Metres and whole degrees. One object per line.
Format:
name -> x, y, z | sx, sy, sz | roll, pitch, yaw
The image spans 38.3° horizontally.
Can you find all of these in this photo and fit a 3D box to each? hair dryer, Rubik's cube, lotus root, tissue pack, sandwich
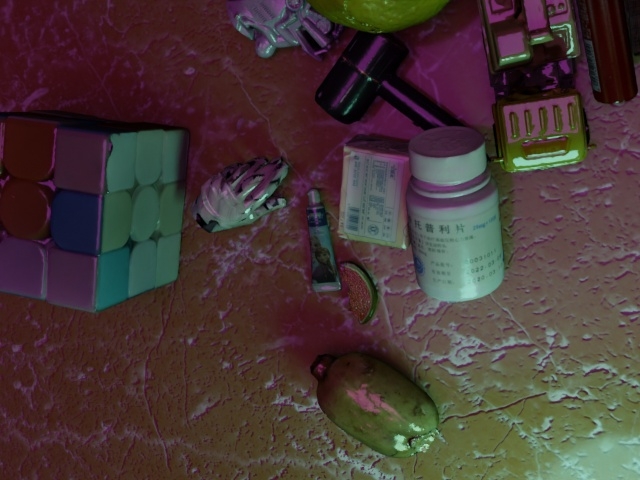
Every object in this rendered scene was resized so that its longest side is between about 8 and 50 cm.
hair dryer -> 0.171, -0.240, 1.764 | 0.352, 0.107, 0.189 | 39, 109, 4
Rubik's cube -> -0.497, -0.076, 1.861 | 0.344, 0.346, 0.347 | 10, 100, 17
lotus root -> 0.102, 0.320, 1.831 | 0.284, 0.146, 0.160 | 35, 88, 13
tissue pack -> 0.117, -0.096, 1.778 | 0.148, 0.092, 0.196 | 12, 117, 16
sandwich -> 0.081, 0.103, 1.867 | 0.067, 0.029, 0.135 | -15, 94, 24

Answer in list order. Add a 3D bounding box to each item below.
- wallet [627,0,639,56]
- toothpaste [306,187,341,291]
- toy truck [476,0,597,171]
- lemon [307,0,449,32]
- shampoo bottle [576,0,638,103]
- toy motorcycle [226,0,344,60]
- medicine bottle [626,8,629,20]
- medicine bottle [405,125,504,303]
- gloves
wallet -> 0.558, -0.428, 1.514 | 0.124, 0.042, 0.230 | -6, 91, 42
toothpaste -> 0.000, 0.000, 1.877 | 0.062, 0.037, 0.216 | -4, 101, 17
toy truck -> 0.369, -0.319, 1.610 | 0.181, 0.254, 0.405 | -7, 98, 14
lemon -> 0.096, -0.551, 1.619 | 0.350, 0.350, 0.387 | -38, 45, 18
shampoo bottle -> 0.482, -0.394, 1.581 | 0.076, 0.118, 0.314 | -11, 112, 16
toy motorcycle -> -0.085, -0.437, 1.816 | 0.260, 0.110, 0.171 | 30, 121, 4
medicine bottle -> 0.683, -0.397, 1.568 | 0.296, 0.111, 0.161 | -16, 100, 20
medicine bottle -> 0.243, -0.048, 1.679 | 0.170, 0.170, 0.293 | 0, 119, 17
gloves -> -0.157, -0.097, 1.878 | 0.212, 0.111, 0.127 | -33, 82, 26
